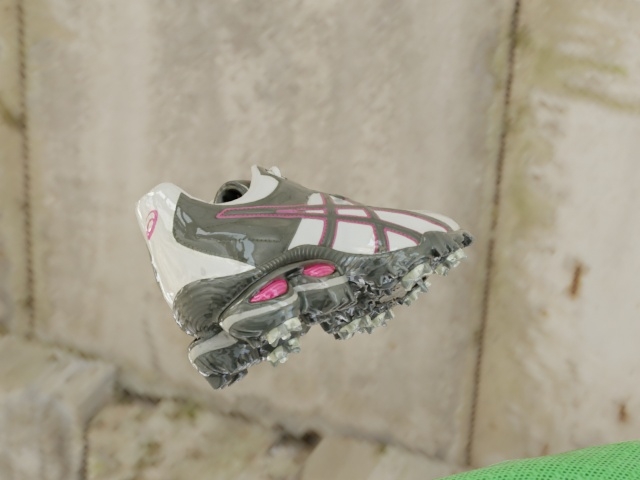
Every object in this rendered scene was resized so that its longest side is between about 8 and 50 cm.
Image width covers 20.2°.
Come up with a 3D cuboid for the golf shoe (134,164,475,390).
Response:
[{"bbox_3d":[0.000,0.000,1.113,0.105,0.273,0.120,-42,-106,29],"label":"golf shoe"}]

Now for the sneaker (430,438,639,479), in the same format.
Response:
[{"bbox_3d":[0.127,0.069,0.468,0.123,0.296,0.109,48,-41,49],"label":"sneaker"}]
